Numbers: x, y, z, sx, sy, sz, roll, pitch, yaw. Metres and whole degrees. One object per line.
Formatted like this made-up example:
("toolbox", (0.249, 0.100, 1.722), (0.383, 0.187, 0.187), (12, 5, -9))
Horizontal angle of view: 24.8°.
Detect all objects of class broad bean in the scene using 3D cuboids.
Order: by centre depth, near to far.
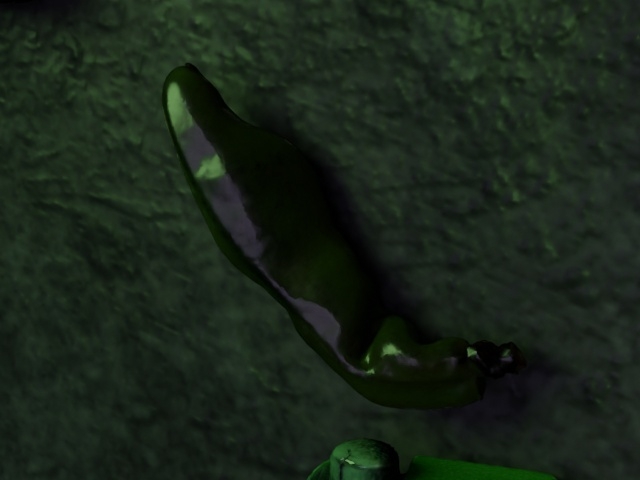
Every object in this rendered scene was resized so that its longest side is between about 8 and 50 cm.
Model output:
("broad bean", (-0.003, 0.008, 0.621), (0.195, 0.046, 0.061), (41, 103, 10))

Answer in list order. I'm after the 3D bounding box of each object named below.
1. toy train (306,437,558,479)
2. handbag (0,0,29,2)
("toy train", (0.035, 0.206, 0.622), (0.119, 0.085, 0.251), (6, 106, 11))
("handbag", (-0.185, -0.182, 0.678), (0.115, 0.072, 0.139), (10, 90, 28))
